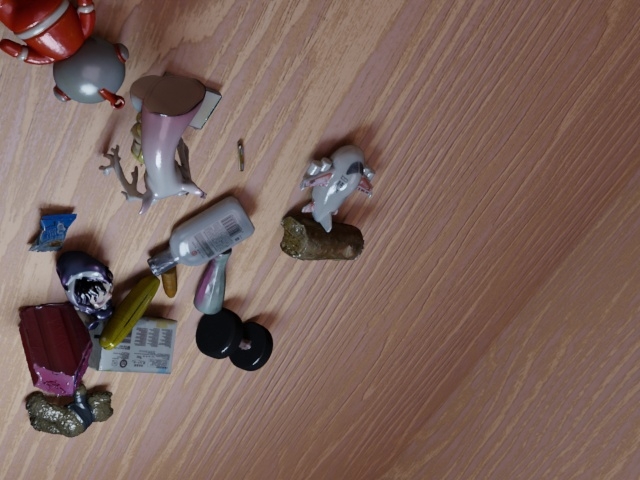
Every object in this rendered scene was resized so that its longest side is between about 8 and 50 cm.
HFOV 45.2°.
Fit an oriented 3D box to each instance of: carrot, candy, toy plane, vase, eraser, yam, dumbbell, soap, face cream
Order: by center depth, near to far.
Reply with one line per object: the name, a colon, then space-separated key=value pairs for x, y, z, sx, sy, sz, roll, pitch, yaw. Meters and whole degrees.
eraser: x=-0.311 y=-0.313 z=1.743 sx=0.150 sy=0.023 sz=0.104 roll=13 pitch=125 yaw=-43
candy: x=-0.641 y=-0.016 z=1.832 sx=0.088 sy=0.038 sz=0.136 roll=-10 pitch=147 yaw=-47
soap: x=-0.670 y=0.275 z=1.958 sx=0.162 sy=0.250 sz=0.099 roll=1 pitch=130 yaw=-34
face cream: x=-0.321 y=0.001 z=2.042 sx=0.291 sy=0.071 sz=0.144 roll=-32 pitch=132 yaw=-2
toy plane: x=0.045 y=-0.150 z=2.105 sx=0.252 sy=0.118 sz=0.252 roll=-21 pitch=140 yaw=-19
carrot: x=-0.416 y=0.117 z=2.129 sx=0.048 sy=0.048 sz=0.139 roll=-18 pitch=142 yaw=-19
vase: x=-0.299 y=0.104 z=2.175 sx=0.086 sy=0.086 sz=0.214 roll=-5 pitch=131 yaw=-32
yam: x=0.000 y=-0.002 z=2.221 sx=0.238 sy=0.128 sz=0.129 roll=8 pitch=139 yaw=-42
dumbbell: x=-0.261 y=0.305 z=2.362 sx=0.152 sy=0.152 sz=0.218 roll=-41 pitch=142 yaw=11

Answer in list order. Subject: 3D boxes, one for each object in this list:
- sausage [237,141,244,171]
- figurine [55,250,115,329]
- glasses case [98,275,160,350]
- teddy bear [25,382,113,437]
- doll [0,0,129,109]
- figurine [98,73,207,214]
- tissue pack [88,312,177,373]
sausage: x=-0.202 y=-0.211 z=1.942 sx=0.015 sy=0.015 sz=0.100 roll=-18 pitch=140 yaw=-18
figurine: x=-0.591 y=0.109 z=1.947 sx=0.145 sy=0.145 sz=0.222 roll=-16 pitch=144 yaw=-21
glasses case: x=-0.506 y=0.189 z=2.041 sx=0.064 sy=0.079 sz=0.234 roll=44 pitch=59 yaw=-21
teddy bear: x=-0.737 y=0.521 z=2.282 sx=0.251 sy=0.129 sz=0.182 roll=-9 pitch=139 yaw=-27
doll: x=-0.485 y=-0.377 z=1.494 sx=0.199 sy=0.105 sz=0.336 roll=-36 pitch=135 yaw=2
figurine: x=-0.337 y=-0.200 z=1.642 sx=0.206 sy=0.284 sz=0.316 roll=-3 pitch=129 yaw=-27
tissue pack: x=-0.541 y=0.285 z=2.159 sx=0.229 sy=0.145 sz=0.159 roll=11 pitch=82 yaw=-43
